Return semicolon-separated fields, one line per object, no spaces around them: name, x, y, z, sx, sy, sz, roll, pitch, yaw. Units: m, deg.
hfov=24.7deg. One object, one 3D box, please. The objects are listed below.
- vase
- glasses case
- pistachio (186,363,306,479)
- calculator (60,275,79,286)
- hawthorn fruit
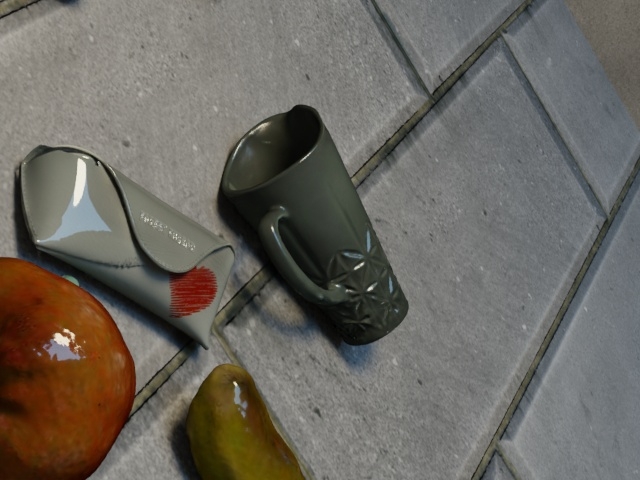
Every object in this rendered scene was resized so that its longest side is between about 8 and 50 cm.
vase;0.000;0.000;1.899;0.301;0.156;0.251;58;27;-22
glasses case;-0.202;0.007;1.633;0.308;0.083;0.128;35;40;-39
pistachio;-0.093;0.230;1.624;0.110;0.100;0.189;-39;111;-36
calculator;-0.252;0.108;1.542;0.095;0.021;0.153;0;71;-57
hawthorn fruit;-0.263;0.128;1.333;0.261;0.224;0.224;11;57;-68
